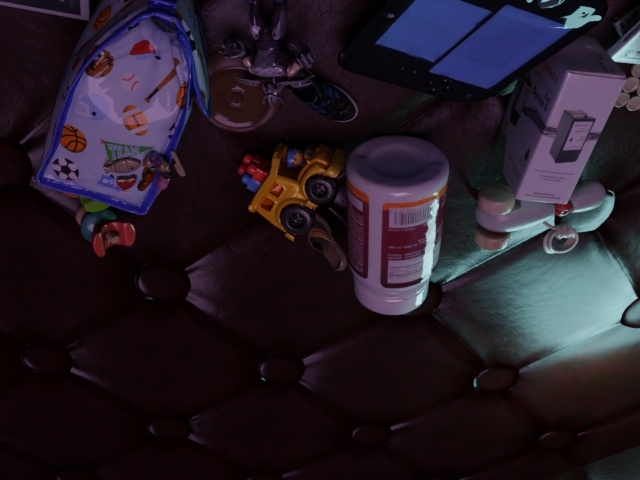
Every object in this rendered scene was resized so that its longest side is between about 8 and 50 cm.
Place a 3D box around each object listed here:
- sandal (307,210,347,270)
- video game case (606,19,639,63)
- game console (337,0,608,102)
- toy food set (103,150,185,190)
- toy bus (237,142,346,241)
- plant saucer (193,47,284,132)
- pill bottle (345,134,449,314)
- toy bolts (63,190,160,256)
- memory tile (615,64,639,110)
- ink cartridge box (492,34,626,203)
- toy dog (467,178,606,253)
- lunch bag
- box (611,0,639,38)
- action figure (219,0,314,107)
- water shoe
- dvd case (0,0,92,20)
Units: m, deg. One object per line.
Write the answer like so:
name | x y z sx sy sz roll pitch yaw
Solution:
sandal | 0.000 0.000 1.467 0.049 0.180 0.072 -18 156 -34
video game case | 0.710 -0.404 1.162 0.227 0.026 0.206 2 160 -13
game console | 0.259 -0.369 1.085 0.342 0.060 0.386 5 164 -24
toy food set | -0.296 -0.111 1.031 0.122 0.019 0.077 -15 136 3
toy bus | -0.074 -0.144 1.369 0.212 0.149 0.220 32 121 -8
plant saucer | -0.175 -0.306 1.277 0.199 0.036 0.198 -2 131 -2
pill bottle | 0.171 -0.025 1.415 0.224 0.224 0.392 -3 131 -1
toy bolts | -0.494 -0.103 1.402 0.218 0.159 0.228 -21 132 -41
memory tile | 0.710 -0.346 1.311 0.113 0.012 0.148 10 129 -12
ink cartridge box | 0.474 -0.254 1.248 0.122 0.211 0.289 5 129 -6
toy dog | 0.488 -0.097 1.452 0.334 0.161 0.220 3 129 -25
lunch bag | -0.322 -0.297 1.083 0.239 0.327 0.385 16 127 -24
box | 0.665 -0.447 1.212 0.137 0.027 0.094 -33 125 23
action figure | -0.100 -0.389 1.134 0.186 0.099 0.284 4 115 12
water shoe | -0.008 -0.296 1.265 0.203 0.080 0.073 27 124 -24
dvd case | -0.537 -0.505 1.089 0.239 0.029 0.179 8 130 -9
